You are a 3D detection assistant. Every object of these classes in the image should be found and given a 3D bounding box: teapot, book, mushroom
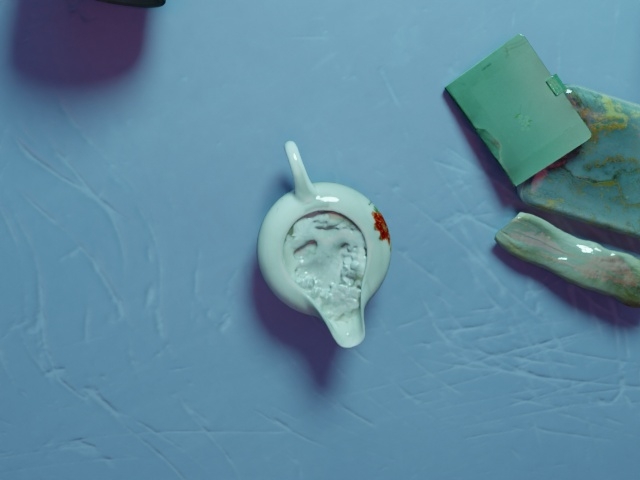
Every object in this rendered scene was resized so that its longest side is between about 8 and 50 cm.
[{"bbox_3d":[0.000,0.000,0.839,0.145,0.092,0.226,-21,103,-1],"label":"teapot"},{"bbox_3d":[0.214,-0.141,0.834,0.103,0.017,0.135,-35,91,19],"label":"book"},{"bbox_3d":[0.294,0.022,0.889,0.202,0.054,0.059,21,96,-3],"label":"mushroom"}]

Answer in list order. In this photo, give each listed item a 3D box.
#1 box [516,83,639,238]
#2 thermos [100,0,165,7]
[{"bbox_3d":[0.373,-0.072,0.873,0.285,0.044,0.142,15,106,-7],"label":"box"},{"bbox_3d":[-0.183,-0.363,0.718,0.176,0.146,0.265,12,97,0],"label":"thermos"}]
